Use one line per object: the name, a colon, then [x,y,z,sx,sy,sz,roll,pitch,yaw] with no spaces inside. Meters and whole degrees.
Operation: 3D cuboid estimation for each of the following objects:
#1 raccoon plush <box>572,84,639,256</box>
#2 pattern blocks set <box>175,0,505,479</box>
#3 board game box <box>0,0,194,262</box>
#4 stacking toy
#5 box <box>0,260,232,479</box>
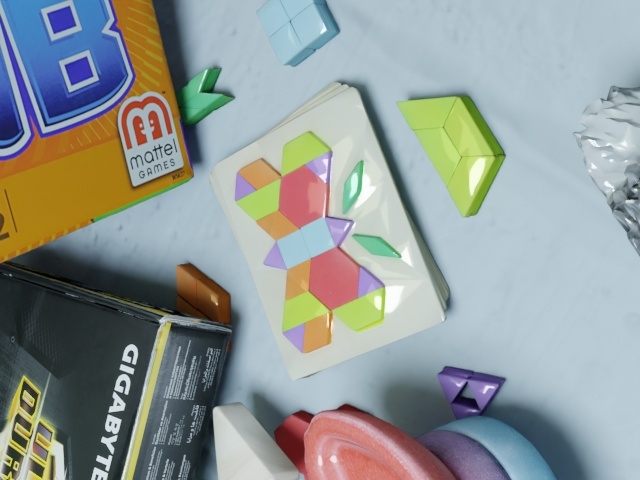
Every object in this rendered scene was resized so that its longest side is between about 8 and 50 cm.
raccoon plush: [0.326,0.041,0.404,0.299,0.216,0.446,-36,75,22]
pattern blocks set: [0.000,0.000,0.704,0.285,0.026,0.325,-43,72,28]
board game box: [-0.366,-0.150,0.674,0.356,0.356,0.356,-2,108,37]
stacking toy: [0.048,0.245,0.668,0.279,0.130,0.309,13,105,54]
box: [-0.219,0.188,0.779,0.257,0.079,0.322,13,87,39]
